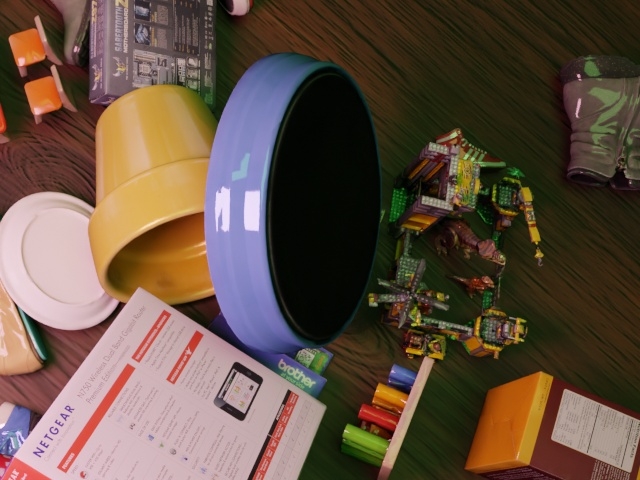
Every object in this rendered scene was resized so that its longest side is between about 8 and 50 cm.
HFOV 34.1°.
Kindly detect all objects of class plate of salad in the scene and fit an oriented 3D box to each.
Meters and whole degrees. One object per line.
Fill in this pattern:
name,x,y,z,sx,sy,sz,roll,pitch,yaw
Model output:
plate of salad,-0.359,0.029,1.439,0.199,0.048,0.200,20,57,-36

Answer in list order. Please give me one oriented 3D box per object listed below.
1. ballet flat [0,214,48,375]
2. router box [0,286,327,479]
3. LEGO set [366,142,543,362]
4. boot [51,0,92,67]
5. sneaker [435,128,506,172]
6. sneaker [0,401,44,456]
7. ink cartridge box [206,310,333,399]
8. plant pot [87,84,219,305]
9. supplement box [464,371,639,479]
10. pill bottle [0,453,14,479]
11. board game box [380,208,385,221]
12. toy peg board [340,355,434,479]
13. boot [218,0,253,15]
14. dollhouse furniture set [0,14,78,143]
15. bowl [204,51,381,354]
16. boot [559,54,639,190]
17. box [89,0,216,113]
ballet flat,-0.438,0.072,1.411,0.073,0.080,0.232,-20,78,-2
router box,-0.175,0.249,1.268,0.301,0.082,0.335,33,35,-3
LEGO set,0.215,0.009,1.535,0.254,0.192,0.331,21,70,-8
boot,-0.405,-0.375,1.558,0.161,0.083,0.247,4,73,-1
sneaker,0.239,-0.144,1.666,0.118,0.042,0.067,2,77,-12
sneaker,-0.402,0.294,1.362,0.084,0.058,0.152,17,64,0
ink cartridge box,-0.122,0.239,1.453,0.185,0.065,0.311,33,67,-4
plant pot,-0.205,-0.073,1.434,0.253,0.254,0.239,-12,63,-18
supplement box,0.342,0.295,1.486,0.194,0.191,0.129,23,70,-7
pill bottle,-0.346,0.380,1.243,0.407,0.229,0.229,18,70,-24
board game box,0.000,0.000,1.560,0.141,0.048,0.170,28,69,-8
toy peg board,0.088,0.244,1.460,0.079,0.161,0.161,21,69,8
boot,-0.110,-0.479,1.651,0.176,0.088,0.244,-17,76,-20
dollhouse furniture set,-0.500,-0.255,1.425,0.261,0.135,0.259,-19,79,-6
bowl,-0.018,-0.044,1.352,0.077,0.391,0.391,4,69,25
boot,0.561,-0.189,1.740,0.338,0.118,0.223,-3,78,-4
box,-0.244,-0.305,1.530,0.183,0.059,0.233,4,80,-38
